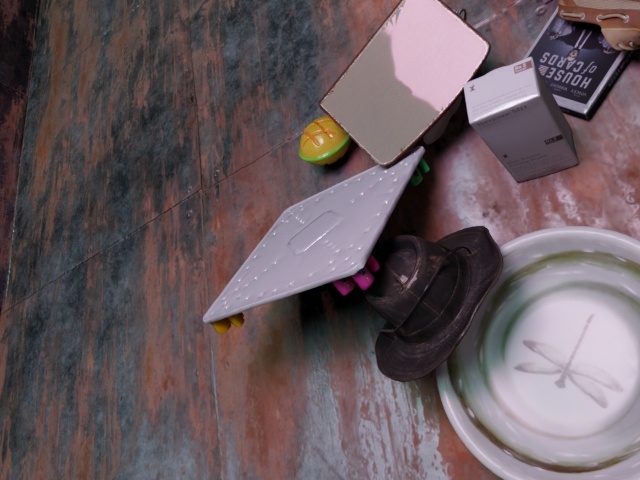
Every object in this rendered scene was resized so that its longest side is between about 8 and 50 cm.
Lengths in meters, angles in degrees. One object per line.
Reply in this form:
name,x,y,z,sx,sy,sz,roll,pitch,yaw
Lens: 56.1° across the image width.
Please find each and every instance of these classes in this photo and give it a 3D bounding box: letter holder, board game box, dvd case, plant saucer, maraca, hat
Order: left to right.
board game box,0.000,0.000,1.150,0.390,0.050,0.390,-22,23,38
maraca,0.022,-0.242,1.375,0.127,0.099,0.186,8,50,35
hat,0.149,0.070,1.016,0.331,0.134,0.331,-52,13,17
letter holder,0.187,-0.310,1.206,0.214,0.152,0.302,47,111,17
plant saucer,0.375,0.179,0.909,0.400,0.100,0.400,-15,63,32
dvd case,0.479,-0.353,1.105,0.179,0.029,0.239,36,94,42

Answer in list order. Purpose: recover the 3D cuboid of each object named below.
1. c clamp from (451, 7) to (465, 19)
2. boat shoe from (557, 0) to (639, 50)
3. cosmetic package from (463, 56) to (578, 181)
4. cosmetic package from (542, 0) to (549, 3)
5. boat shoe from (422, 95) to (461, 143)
c clamp,0.263,-0.501,1.342,0.137,0.022,0.160,-53,49,8
boat shoe,0.525,-0.379,0.990,0.324,0.122,0.120,51,146,46
cosmetic package,0.340,-0.193,1.008,0.117,0.231,0.085,-18,61,32
cosmetic package,0.397,-0.632,1.051,0.217,0.385,0.156,-31,55,24
boat shoe,0.242,-0.256,1.237,0.038,0.046,0.125,31,88,42
